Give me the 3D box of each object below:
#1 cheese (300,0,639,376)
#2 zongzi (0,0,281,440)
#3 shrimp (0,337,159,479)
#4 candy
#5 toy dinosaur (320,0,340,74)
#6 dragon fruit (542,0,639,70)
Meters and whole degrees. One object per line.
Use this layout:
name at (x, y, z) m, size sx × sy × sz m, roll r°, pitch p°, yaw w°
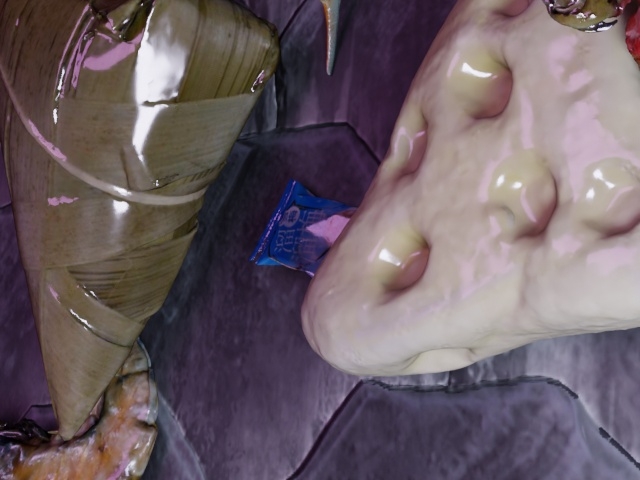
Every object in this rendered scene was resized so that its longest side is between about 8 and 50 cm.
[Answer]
cheese at (0.125, -0.071, 1.060) m, size 0.351 × 0.130 × 0.328 m, roll -17°, pitch 68°, yaw 40°
zongzi at (-0.302, -0.110, 1.454) m, size 0.500 × 0.218 × 0.466 m, roll 40°, pitch 107°, yaw 46°
shrimp at (-0.291, 0.183, 1.468) m, size 0.365 × 0.071 × 0.233 m, roll 7°, pitch 73°, yaw 48°
candy at (-0.001, 0.001, 1.240) m, size 0.136 × 0.038 × 0.088 m, roll 23°, pitch 81°, yaw 40°
toy dinosaur at (-0.001, -0.258, 1.269) m, size 0.044 × 0.106 × 0.187 m, roll 24°, pitch 95°, yaw 48°
dragon fruit at (0.289, -0.182, 0.892) m, size 0.282 × 0.147 × 0.211 m, roll -27°, pitch 52°, yaw 10°
